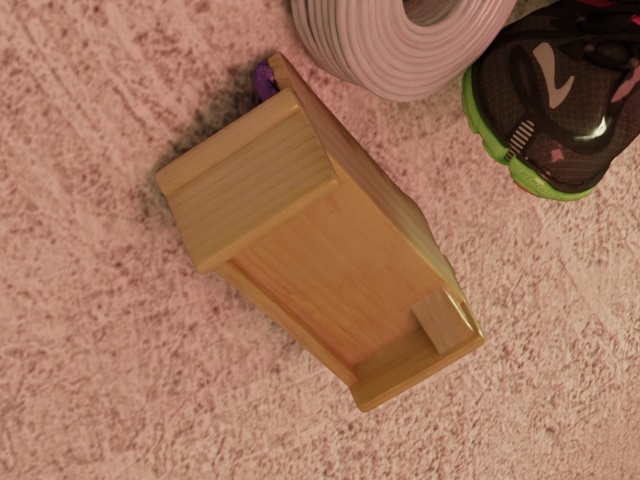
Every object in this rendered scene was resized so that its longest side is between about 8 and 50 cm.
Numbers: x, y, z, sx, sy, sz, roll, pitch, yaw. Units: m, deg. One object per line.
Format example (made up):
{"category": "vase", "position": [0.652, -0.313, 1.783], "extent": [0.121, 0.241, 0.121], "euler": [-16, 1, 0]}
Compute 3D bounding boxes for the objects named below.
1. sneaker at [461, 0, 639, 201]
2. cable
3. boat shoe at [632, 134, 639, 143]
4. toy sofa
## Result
{"category": "sneaker", "position": [0.306, -0.208, 1.673], "extent": [0.483, 0.185, 0.202], "euler": [-42, 175, -38]}
{"category": "cable", "position": [0.090, -0.250, 1.543], "extent": [0.257, 0.089, 0.257], "euler": [-39, 139, -21]}
{"category": "boat shoe", "position": [0.384, -0.173, 1.895], "extent": [0.305, 0.109, 0.091], "euler": [-10, 129, -38]}
{"category": "toy sofa", "position": [0.000, 0.000, 1.609], "extent": [0.150, 0.177, 0.362], "euler": [-32, 143, 10]}
